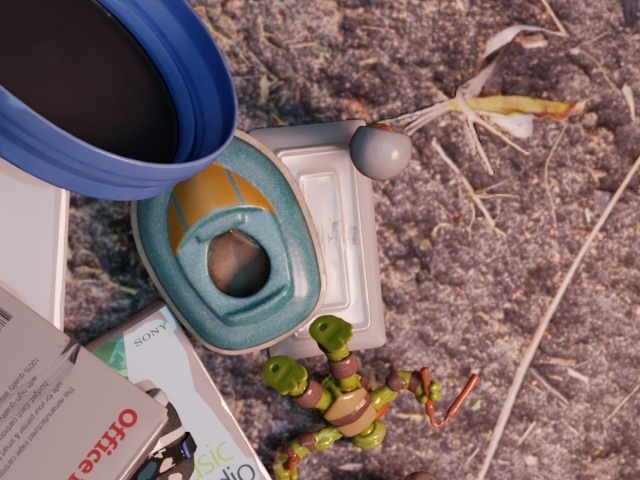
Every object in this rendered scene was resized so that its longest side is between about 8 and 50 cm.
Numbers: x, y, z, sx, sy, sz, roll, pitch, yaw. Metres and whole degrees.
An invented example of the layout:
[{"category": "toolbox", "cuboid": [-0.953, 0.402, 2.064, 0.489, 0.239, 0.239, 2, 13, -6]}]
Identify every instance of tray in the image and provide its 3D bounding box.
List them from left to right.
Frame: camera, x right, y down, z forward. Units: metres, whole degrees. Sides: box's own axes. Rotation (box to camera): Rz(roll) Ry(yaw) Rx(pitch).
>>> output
[{"category": "tray", "cuboid": [0.000, 0.000, 1.775, 0.145, 0.030, 0.270, -7, 95, -16]}]

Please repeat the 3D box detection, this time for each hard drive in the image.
[{"category": "hard drive", "cuboid": [-0.387, -0.059, 1.651, 0.233, 0.047, 0.353, 2, 92, -16]}]

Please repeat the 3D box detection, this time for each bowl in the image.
[{"category": "bowl", "cuboid": [-0.259, -0.200, 1.532, 0.391, 0.391, 0.077, 36, 121, -15]}]

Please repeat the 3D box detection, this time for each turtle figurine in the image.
[{"category": "turtle figurine", "cuboid": [0.036, 0.174, 1.748, 0.269, 0.087, 0.217, -30, 135, 3]}]

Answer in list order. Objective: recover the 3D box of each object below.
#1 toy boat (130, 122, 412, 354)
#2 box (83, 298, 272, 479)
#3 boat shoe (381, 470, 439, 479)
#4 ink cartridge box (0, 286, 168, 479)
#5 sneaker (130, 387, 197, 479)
[{"category": "toy boat", "cuboid": [-0.048, -0.039, 1.669, 0.318, 0.148, 0.267, -30, 96, 0]}, {"category": "box", "cuboid": [-0.193, 0.261, 1.721, 0.232, 0.058, 0.322, -32, 100, -12]}, {"category": "boat shoe", "cuboid": [0.093, 0.440, 1.795, 0.130, 0.132, 0.355, -5, 100, 10]}, {"category": "ink cartridge box", "cuboid": [-0.328, 0.181, 1.525, 0.289, 0.121, 0.211, 36, 65, 5]}, {"category": "sneaker", "cuboid": [-0.223, 0.267, 1.639, 0.217, 0.079, 0.121, -37, 102, -16]}]
